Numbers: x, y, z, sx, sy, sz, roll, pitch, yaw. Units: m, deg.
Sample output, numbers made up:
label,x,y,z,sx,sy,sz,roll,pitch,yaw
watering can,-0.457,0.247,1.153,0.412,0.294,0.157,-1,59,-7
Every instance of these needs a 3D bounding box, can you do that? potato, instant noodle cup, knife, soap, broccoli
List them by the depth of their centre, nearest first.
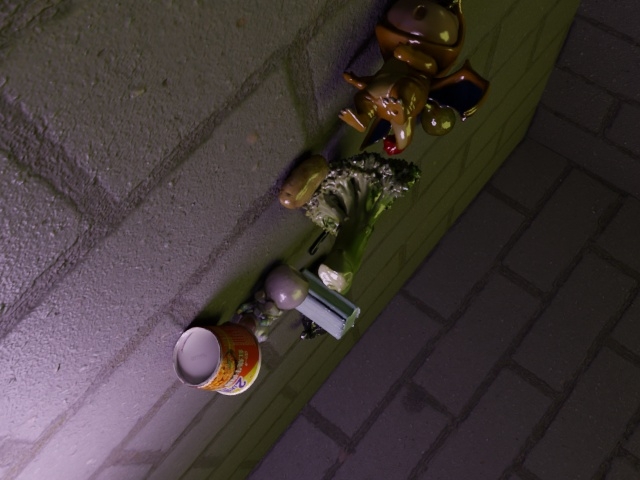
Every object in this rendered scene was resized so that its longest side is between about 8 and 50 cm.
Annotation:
label,x,y,z,sx,sy,sz,roll,pitch,yaw
potato,-0.044,-0.155,1.455,0.170,0.080,0.107,-56,161,-7
instant noodle cup,-0.298,0.327,1.549,0.213,0.213,0.174,-55,152,4
broccoli,0.074,-0.052,1.557,0.353,0.275,0.396,119,-8,-83
knife,0.000,0.000,1.924,0.121,0.018,0.031,-51,154,-7
soap,0.007,0.226,1.964,0.094,0.261,0.150,-45,160,-33

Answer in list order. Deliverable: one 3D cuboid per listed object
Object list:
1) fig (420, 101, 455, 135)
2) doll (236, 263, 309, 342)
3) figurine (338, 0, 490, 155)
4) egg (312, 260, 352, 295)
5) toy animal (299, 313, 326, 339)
label,x,y,z,sx,sy,sz,roll,pitch,yaw
fig,0.384,-0.451,1.948,0.236,0.124,0.124,20,107,-46
doll,-0.160,0.211,1.744,0.287,0.151,0.151,-51,161,5
figurine,0.212,-0.413,1.370,0.401,0.268,0.387,-20,-140,61
egg,0.045,0.145,2.076,0.149,0.149,0.192,-59,165,15
toy animal,-0.010,0.325,2.317,0.245,0.115,0.146,-45,159,-21
